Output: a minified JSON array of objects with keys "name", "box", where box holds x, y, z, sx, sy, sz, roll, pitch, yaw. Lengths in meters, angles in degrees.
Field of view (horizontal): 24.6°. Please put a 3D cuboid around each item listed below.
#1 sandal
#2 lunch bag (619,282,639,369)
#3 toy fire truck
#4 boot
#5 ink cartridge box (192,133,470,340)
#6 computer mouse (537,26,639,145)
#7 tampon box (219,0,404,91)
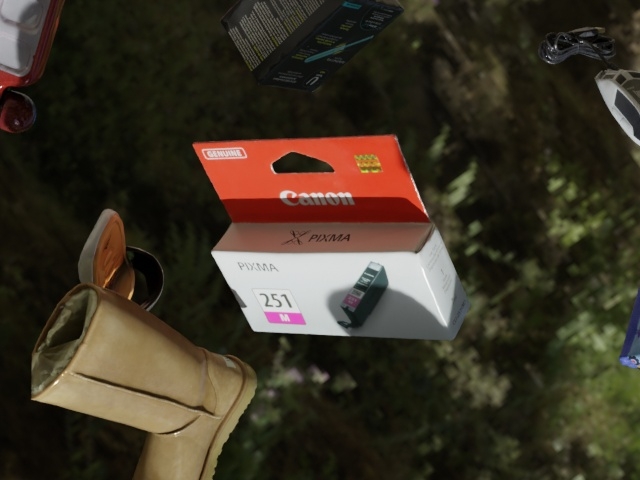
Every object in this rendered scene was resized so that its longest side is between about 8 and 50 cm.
[{"name":"sandal","box":[-0.221,0.051,1.656,0.265,0.076,0.102,100,15,-70]},{"name":"lunch bag","box":[0.516,0.041,1.798,0.220,0.138,0.293,-1,-117,35]},{"name":"toy fire truck","box":[-0.445,-0.242,1.746,0.169,0.253,0.302,-55,165,-74]},{"name":"boot","box":[-0.213,0.187,1.572,0.269,0.089,0.236,30,85,-50]},{"name":"ink cartridge box","box":[0.000,0.000,1.592,0.275,0.239,0.060,0,-138,35]},{"name":"computer mouse","box":[0.318,-0.149,1.540,0.106,0.193,0.042,-15,148,-44]},{"name":"tampon box","box":[-0.011,-0.265,1.720,0.161,0.101,0.120,-39,160,27]}]
